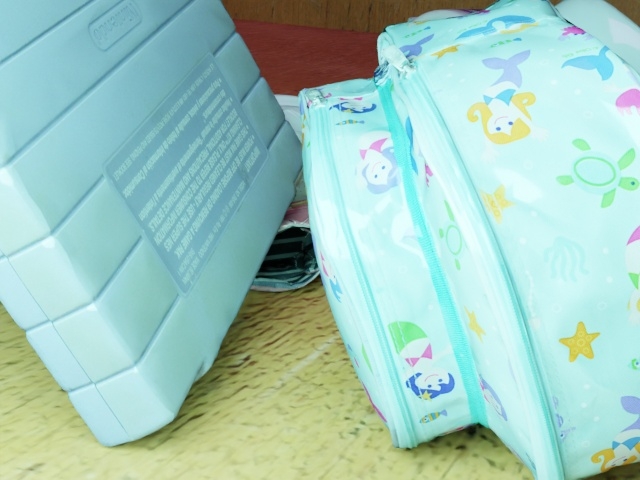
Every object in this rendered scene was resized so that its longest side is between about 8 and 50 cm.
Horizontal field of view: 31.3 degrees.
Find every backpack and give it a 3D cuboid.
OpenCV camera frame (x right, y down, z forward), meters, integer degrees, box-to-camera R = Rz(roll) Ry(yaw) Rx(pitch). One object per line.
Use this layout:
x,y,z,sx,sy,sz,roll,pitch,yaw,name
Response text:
0.094,0.001,0.572,0.191,0.225,0.253,-20,22,-4,backpack

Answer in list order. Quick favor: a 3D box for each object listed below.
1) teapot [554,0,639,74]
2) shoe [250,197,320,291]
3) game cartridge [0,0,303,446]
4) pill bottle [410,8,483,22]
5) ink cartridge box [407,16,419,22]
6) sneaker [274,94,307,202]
0.228,-0.060,0.927,0.252,0.187,0.256,49,13,21,teapot
0.000,0.000,0.861,0.178,0.063,0.081,-9,20,-24,shoe
-0.110,-0.064,0.673,0.068,0.230,0.355,-19,20,19,game cartridge
0.253,-0.262,1.712,0.169,0.169,0.301,15,18,36,pill bottle
0.185,-0.285,1.825,0.045,0.145,0.179,13,17,25,ink cartridge box
-0.091,-0.054,1.010,0.305,0.114,0.152,-2,36,-24,sneaker
